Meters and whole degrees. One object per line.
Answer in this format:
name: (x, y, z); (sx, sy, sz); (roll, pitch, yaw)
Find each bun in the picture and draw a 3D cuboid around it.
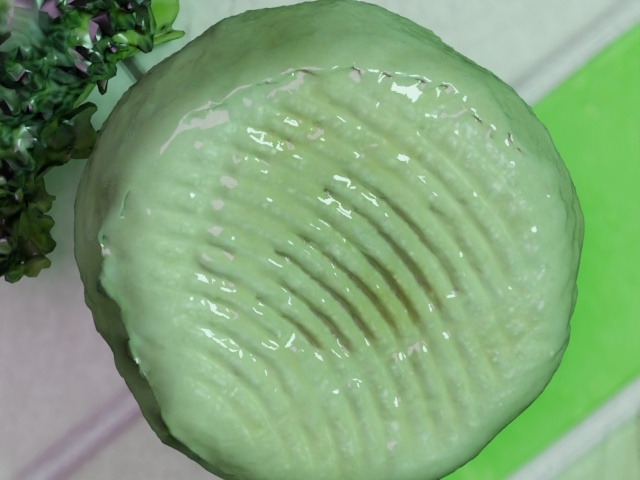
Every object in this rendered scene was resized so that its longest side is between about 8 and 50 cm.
bun: (0.000, 0.000, 0.643); (0.195, 0.118, 0.195); (-3, 111, -9)

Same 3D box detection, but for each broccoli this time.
broccoli: (-0.134, -0.110, 0.672); (0.176, 0.198, 0.226); (-43, 108, -30)
